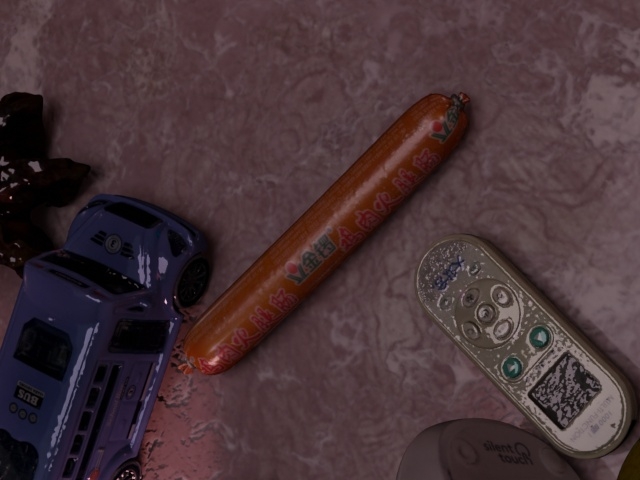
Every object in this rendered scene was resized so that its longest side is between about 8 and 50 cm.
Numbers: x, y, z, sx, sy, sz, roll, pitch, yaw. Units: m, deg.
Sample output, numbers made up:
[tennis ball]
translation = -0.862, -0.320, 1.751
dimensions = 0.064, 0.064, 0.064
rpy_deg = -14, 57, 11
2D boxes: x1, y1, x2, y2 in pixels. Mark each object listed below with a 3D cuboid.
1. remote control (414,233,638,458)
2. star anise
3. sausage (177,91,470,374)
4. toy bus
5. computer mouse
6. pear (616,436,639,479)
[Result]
[remote control]
translation = 0.161, 0.082, 1.422
dimensions = 0.221, 0.042, 0.078
rpy_deg = 46, 106, 20
[star anise]
translation = -0.319, -0.043, 1.631
dimensions = 0.220, 0.126, 0.190
rpy_deg = 5, 94, 24
[sausage]
translation = 0.000, 0.000, 1.502
dimensions = 0.348, 0.053, 0.053
rpy_deg = -45, 69, 18
[toy bus]
translation = -0.208, 0.106, 1.558
dimensions = 0.125, 0.133, 0.292
rpy_deg = 23, 98, 27
[computer mouse]
translation = 0.147, 0.275, 1.326
dimensions = 0.121, 0.184, 0.297
rpy_deg = -52, 50, 33
[pear]
translation = 0.308, 0.194, 1.268
dimensions = 0.198, 0.198, 0.198
rpy_deg = -1, 87, 27
